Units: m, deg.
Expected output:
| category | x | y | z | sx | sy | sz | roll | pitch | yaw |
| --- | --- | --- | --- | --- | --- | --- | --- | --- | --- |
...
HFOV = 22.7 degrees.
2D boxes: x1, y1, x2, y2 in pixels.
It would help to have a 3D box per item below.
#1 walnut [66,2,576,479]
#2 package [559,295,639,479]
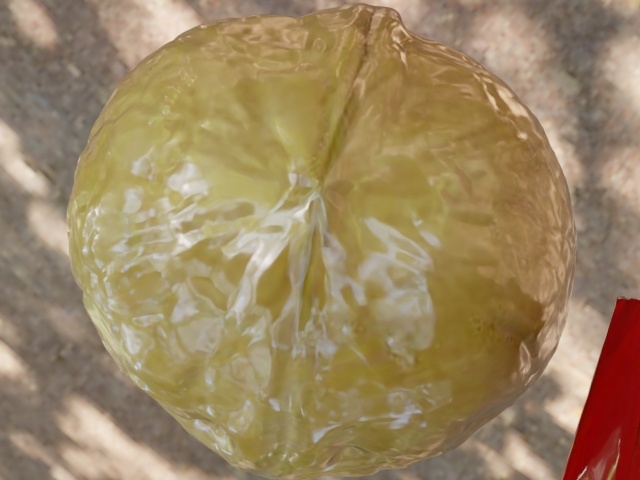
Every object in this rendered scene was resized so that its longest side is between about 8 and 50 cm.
| category | x | y | z | sx | sy | sz | roll | pitch | yaw |
| --- | --- | --- | --- | --- | --- | --- | --- | --- | --- |
| walnut | 0.000 | 0.000 | 0.608 | 0.193 | 0.193 | 0.225 | 31 | 171 | 12 |
| package | 0.187 | 0.141 | 0.568 | 0.123 | 0.196 | 0.423 | 13 | 177 | 38 |
